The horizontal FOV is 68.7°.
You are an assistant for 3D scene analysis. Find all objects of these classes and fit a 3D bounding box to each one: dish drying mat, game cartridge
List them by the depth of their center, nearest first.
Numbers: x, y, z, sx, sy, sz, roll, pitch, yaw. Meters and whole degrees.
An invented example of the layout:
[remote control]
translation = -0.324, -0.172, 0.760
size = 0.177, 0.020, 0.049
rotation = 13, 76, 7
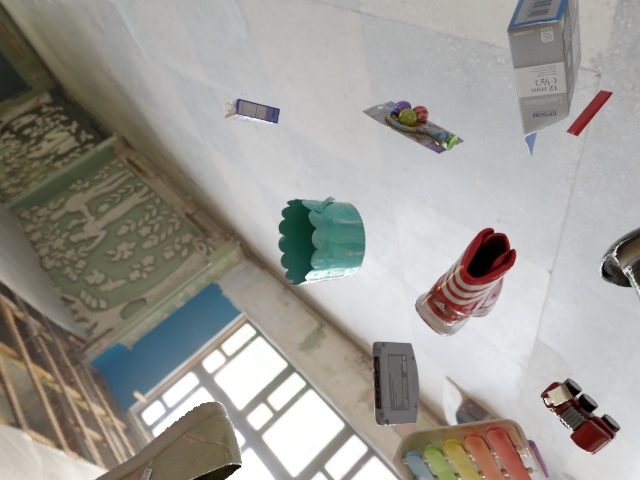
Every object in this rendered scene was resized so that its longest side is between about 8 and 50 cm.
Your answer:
[game cartridge]
translation = 0.080, 0.149, 0.493
size = 0.017, 0.056, 0.083
rotation = -25, 60, 54
[dish drying mat]
translation = 0.453, -0.214, 0.790
size = 0.008, 0.083, 0.032
rotation = 30, -161, -16

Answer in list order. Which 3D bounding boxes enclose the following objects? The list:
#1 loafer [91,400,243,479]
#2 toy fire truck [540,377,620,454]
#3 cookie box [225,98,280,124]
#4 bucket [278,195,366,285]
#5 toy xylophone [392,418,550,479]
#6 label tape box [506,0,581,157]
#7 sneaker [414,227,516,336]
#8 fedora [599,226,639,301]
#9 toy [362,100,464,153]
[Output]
[loafer]
translation = -0.197, 0.294, 0.515
size = 0.092, 0.269, 0.101
rotation = 37, 149, 28
[toy fire truck]
translation = 0.768, 0.522, 1.417
size = 0.247, 0.158, 0.217
rotation = 12, -150, -42
[cookie box]
translation = -0.166, -0.309, 1.136
size = 0.092, 0.107, 0.040
rotation = 17, 100, 61
[bucket]
translation = 0.000, 0.000, 1.428
size = 0.281, 0.183, 0.280
rotation = 10, 101, 63
[toy xylophone]
translation = 0.338, 0.497, 1.037
size = 0.323, 0.081, 0.236
rotation = -29, 109, 30
[label tape box]
translation = 0.541, -0.408, 1.102
size = 0.115, 0.249, 0.347
rotation = 2, 140, 36
[sneaker]
translation = 0.222, 0.039, 0.612
size = 0.087, 0.221, 0.128
rotation = 44, 127, 13
[fedora]
translation = 0.625, 0.067, 0.713
size = 0.335, 0.152, 0.334
rotation = 4, 153, 2
[toy]
translation = 0.241, -0.306, 1.181
size = 0.237, 0.137, 0.056
rotation = 39, 135, 22
